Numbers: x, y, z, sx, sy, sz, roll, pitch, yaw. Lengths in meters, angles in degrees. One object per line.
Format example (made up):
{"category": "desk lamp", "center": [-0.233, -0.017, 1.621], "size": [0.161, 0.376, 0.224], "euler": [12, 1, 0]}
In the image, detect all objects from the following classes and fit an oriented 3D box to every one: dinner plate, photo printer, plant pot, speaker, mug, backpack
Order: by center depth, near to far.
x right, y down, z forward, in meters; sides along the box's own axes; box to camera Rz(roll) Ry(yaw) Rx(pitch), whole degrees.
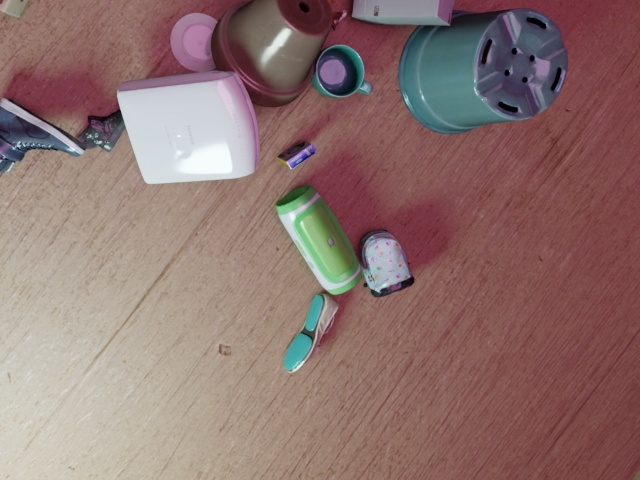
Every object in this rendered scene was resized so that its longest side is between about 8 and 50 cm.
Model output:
{"category": "plant pot", "center": [-0.094, -0.476, 1.339], "size": [0.263, 0.229, 0.263], "euler": [9, 71, -29]}
{"category": "photo printer", "center": [-0.297, -0.263, 1.365], "size": [0.308, 0.107, 0.256], "euler": [-1, 118, 16]}
{"category": "dinner plate", "center": [-0.302, -0.493, 1.443], "size": [0.141, 0.017, 0.141], "euler": [-4, 105, -15]}
{"category": "plant pot", "center": [0.424, -0.439, 1.488], "size": [0.341, 0.334, 0.341], "euler": [-4, 103, -16]}
{"category": "mug", "center": [0.045, -0.427, 1.510], "size": [0.129, 0.097, 0.157], "euler": [-34, 110, -7]}
{"category": "speaker", "center": [0.000, 0.000, 1.581], "size": [0.131, 0.131, 0.296], "euler": [-33, 109, -6]}
{"category": "backpack", "center": [0.186, 0.059, 1.651], "size": [0.152, 0.115, 0.182], "euler": [-22, 105, -7]}

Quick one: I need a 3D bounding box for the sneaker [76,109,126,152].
{"category": "sneaker", "center": [-0.526, -0.283, 1.409], "size": [0.089, 0.051, 0.170], "euler": [31, 97, -23]}

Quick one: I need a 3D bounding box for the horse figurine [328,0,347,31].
{"category": "horse figurine", "center": [-0.005, -0.683, 1.456], "size": [0.263, 0.066, 0.174], "euler": [43, 83, -22]}

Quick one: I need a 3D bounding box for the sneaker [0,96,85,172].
{"category": "sneaker", "center": [-0.675, -0.209, 1.344], "size": [0.226, 0.086, 0.163], "euler": [29, 87, 4]}

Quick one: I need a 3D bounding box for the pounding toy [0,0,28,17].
{"category": "pounding toy", "center": [-0.752, -0.580, 1.264], "size": [0.206, 0.094, 0.181], "euler": [30, 98, -10]}

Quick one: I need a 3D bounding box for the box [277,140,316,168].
{"category": "box", "center": [-0.061, -0.223, 1.506], "size": [0.081, 0.136, 0.028], "euler": [-36, 109, -6]}

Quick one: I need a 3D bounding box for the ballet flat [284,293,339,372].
{"category": "ballet flat", "center": [-0.019, 0.273, 1.667], "size": [0.086, 0.086, 0.248], "euler": [25, 94, -19]}

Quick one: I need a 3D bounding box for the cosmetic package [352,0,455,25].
{"category": "cosmetic package", "center": [0.209, -0.609, 1.443], "size": [0.107, 0.238, 0.127], "euler": [-9, 107, -55]}
